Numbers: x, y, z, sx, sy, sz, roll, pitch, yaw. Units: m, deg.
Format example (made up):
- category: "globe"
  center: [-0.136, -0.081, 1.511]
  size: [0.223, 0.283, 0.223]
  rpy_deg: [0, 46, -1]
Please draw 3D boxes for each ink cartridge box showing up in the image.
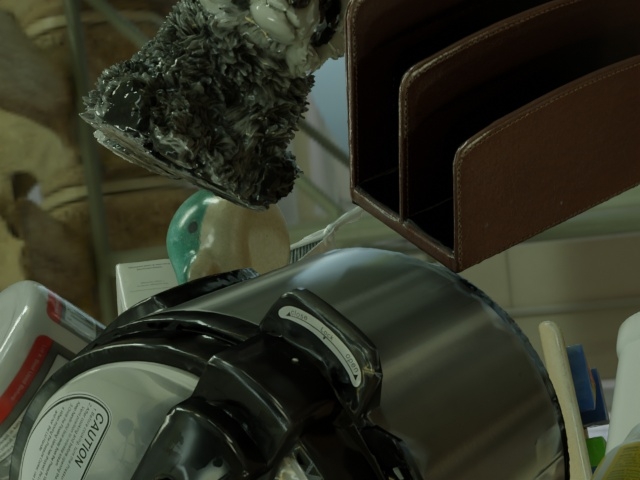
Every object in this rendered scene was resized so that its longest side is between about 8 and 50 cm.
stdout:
- category: "ink cartridge box"
  center: [-0.309, 0.218, 2.177]
  size: [0.226, 0.131, 0.306]
  rpy_deg: [99, 158, -43]

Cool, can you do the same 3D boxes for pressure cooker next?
- category: "pressure cooker"
  center: [-0.033, 0.208, 0.902]
  size: [0.420, 0.375, 0.370]
  rpy_deg: [-20, -81, -54]

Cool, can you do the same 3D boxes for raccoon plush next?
- category: "raccoon plush"
  center: [-0.126, -0.224, 1.240]
  size: [0.216, 0.446, 0.299]
  rpy_deg: [30, -96, -36]

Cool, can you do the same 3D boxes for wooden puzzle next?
- category: "wooden puzzle"
  center: [0.445, 0.321, 1.896]
  size: [0.348, 0.080, 0.322]
  rpy_deg: [50, -151, -65]

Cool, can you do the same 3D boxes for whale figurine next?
- category: "whale figurine"
  center: [-0.135, 0.059, 1.513]
  size: [0.216, 0.141, 0.272]
  rpy_deg: [13, -99, -63]

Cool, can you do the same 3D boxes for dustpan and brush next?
- category: "dustpan and brush"
  center: [0.000, 0.000, 1.967]
  size: [0.060, 0.211, 0.147]
  rpy_deg: [69, 163, -7]

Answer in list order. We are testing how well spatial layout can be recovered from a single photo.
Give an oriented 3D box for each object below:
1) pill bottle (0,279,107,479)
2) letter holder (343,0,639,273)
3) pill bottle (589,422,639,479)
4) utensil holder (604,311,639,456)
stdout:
- category: "pill bottle"
  center: [-0.254, 0.224, 1.331]
  size: [0.363, 0.210, 0.210]
  rpy_deg: [38, -139, -25]
- category: "letter holder"
  center: [0.185, -0.144, 0.987]
  size: [0.302, 0.152, 0.214]
  rpy_deg: [-24, -51, -27]
- category: "pill bottle"
  center: [0.295, 0.256, 1.041]
  size: [0.208, 0.119, 0.119]
  rpy_deg: [-39, -58, -49]
- category: "utensil holder"
  center: [0.537, 0.324, 1.534]
  size: [0.327, 0.327, 0.385]
  rpy_deg: [54, -133, -56]
